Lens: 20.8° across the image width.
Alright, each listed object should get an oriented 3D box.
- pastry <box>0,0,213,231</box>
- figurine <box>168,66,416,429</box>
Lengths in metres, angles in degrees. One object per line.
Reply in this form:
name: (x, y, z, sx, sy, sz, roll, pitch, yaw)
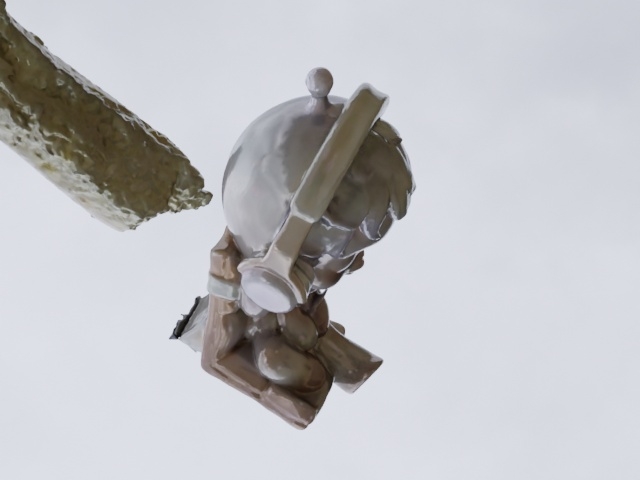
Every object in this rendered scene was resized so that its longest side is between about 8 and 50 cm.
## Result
pastry: (-0.200, -0.093, 1.351, 0.258, 0.121, 0.089, 42, -94, -23)
figurine: (-0.003, -0.002, 1.135, 0.141, 0.237, 0.162, 23, -150, 5)
